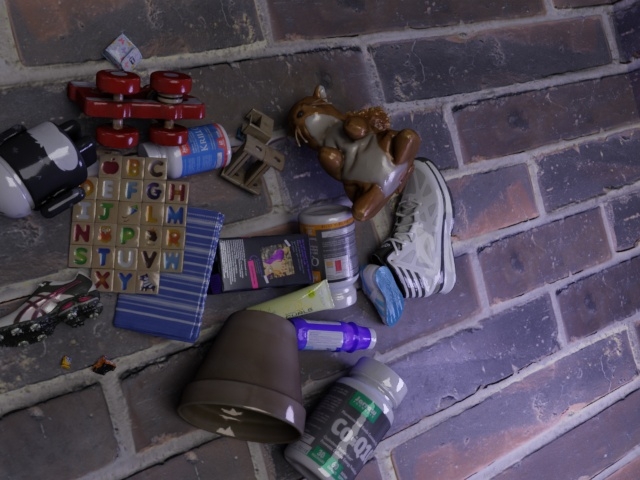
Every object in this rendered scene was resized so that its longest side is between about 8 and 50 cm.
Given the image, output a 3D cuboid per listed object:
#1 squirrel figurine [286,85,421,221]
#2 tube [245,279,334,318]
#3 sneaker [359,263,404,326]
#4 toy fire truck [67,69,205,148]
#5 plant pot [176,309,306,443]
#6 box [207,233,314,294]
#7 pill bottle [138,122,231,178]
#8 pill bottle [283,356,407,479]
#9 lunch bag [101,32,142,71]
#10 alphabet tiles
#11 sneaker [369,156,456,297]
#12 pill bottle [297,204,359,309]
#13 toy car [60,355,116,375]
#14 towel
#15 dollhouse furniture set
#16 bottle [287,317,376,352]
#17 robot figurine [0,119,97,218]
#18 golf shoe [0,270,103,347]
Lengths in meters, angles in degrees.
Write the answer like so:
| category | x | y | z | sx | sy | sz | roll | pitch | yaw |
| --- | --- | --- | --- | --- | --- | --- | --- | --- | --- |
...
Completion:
| category | x | y | z | sx | sy | sz | roll | pitch | yaw |
| --- | --- | --- | --- | --- | --- | --- | --- | --- | --- |
| squirrel figurine | 0.087 | -0.279 | 1.951 | 0.370 | 0.397 | 0.281 | 33 | 108 | 14 |
| tube | -0.086 | 0.181 | 1.851 | 0.240 | 0.070 | 0.062 | -16 | 64 | -4 |
| sneaker | 0.189 | 0.167 | 2.058 | 0.087 | 0.092 | 0.229 | -37 | 122 | -30 |
| toy fire truck | -0.456 | -0.350 | 1.659 | 0.302 | 0.254 | 0.169 | -6 | 119 | -29 |
| plant pot | -0.181 | 0.343 | 1.725 | 0.323 | 0.323 | 0.280 | 25 | 56 | -25 |
| box | -0.177 | 0.064 | 1.810 | 0.270 | 0.165 | 0.143 | -3 | 84 | -30 |
| pill bottle | -0.360 | -0.233 | 1.763 | 0.221 | 0.124 | 0.124 | -18 | 94 | -30 |
| pill bottle | 0.078 | 0.520 | 1.884 | 0.204 | 0.204 | 0.361 | 48 | 64 | -17 |
| lunch bag | -0.516 | -0.488 | 1.745 | 0.083 | 0.053 | 0.071 | 48 | 66 | -27 |
| alphabet tiles | -0.476 | -0.041 | 1.654 | 0.285 | 0.011 | 0.342 | 3 | 86 | 0 |
| sneaker | 0.277 | -0.033 | 2.077 | 0.257 | 0.169 | 0.447 | -9 | 92 | -32 |
| pill bottle | 0.026 | 0.046 | 1.909 | 0.162 | 0.162 | 0.278 | -15 | 107 | -30 |
| toy car | -0.565 | 0.294 | 1.630 | 0.122 | 0.060 | 0.040 | 23 | 42 | -32 |
| towel | -0.384 | 0.076 | 1.685 | 0.243 | 0.040 | 0.336 | 8 | 79 | 16 |
| dollhouse furniture set | -0.183 | -0.251 | 1.889 | 0.129 | 0.129 | 0.184 | 29 | 41 | -24 |
| bottle | 0.028 | 0.278 | 1.932 | 0.283 | 0.118 | 0.092 | 8 | 78 | -29 |
| robot figurine | -0.665 | -0.169 | 1.560 | 0.278 | 0.209 | 0.173 | -40 | 129 | -28 |
| golf shoe | -0.662 | 0.167 | 1.577 | 0.273 | 0.105 | 0.120 | -19 | 64 | -21 |
